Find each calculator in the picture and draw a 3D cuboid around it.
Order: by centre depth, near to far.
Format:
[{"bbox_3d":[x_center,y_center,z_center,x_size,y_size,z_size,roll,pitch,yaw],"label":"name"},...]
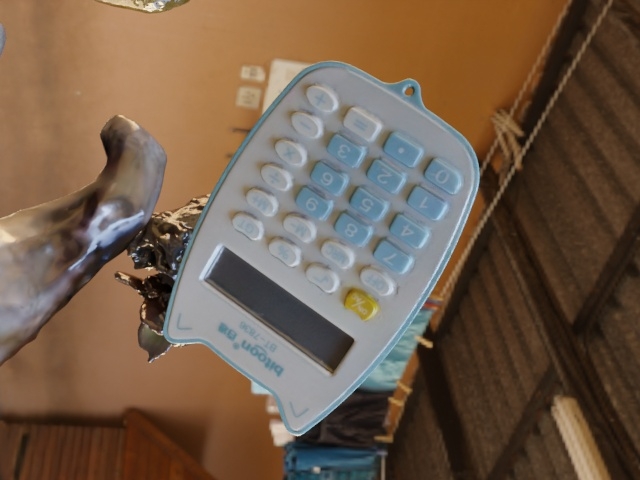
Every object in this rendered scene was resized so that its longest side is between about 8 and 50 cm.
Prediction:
[{"bbox_3d":[0.000,0.000,0.860,0.386,0.256,0.054,-59,168,18],"label":"calculator"}]

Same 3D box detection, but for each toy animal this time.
[{"bbox_3d":[-0.318,-0.001,0.511,0.194,0.344,0.302,48,59,-56],"label":"toy animal"}]

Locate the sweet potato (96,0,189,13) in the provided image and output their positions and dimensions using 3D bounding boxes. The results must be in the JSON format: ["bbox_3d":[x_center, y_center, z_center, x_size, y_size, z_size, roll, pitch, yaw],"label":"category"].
[{"bbox_3d":[-0.248,-0.267,0.741,0.075,0.273,0.075,24,90,-81],"label":"sweet potato"}]

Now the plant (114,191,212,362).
[{"bbox_3d":[-0.184,0.044,1.163,0.178,0.234,0.204,54,-17,12],"label":"plant"}]
